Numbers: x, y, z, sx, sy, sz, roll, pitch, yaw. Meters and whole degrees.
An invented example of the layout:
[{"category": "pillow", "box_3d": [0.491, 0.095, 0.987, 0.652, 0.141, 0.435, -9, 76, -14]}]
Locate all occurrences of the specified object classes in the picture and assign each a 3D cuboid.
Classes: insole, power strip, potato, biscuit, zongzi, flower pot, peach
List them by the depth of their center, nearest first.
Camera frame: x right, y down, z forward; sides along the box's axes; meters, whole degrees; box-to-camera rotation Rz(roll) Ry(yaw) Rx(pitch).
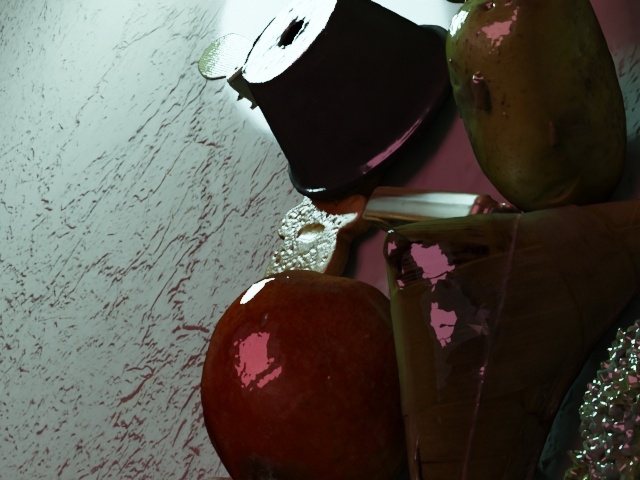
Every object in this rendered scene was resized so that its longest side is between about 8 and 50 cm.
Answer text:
[{"category": "zongzi", "box_3d": [0.215, 0.101, 1.108, 0.300, 0.145, 0.274, -7, 78, 8]}, {"category": "potato", "box_3d": [0.203, -0.137, 1.202, 0.148, 0.228, 0.197, -19, 38, 21]}, {"category": "peach", "box_3d": [-0.013, 0.164, 1.246, 0.232, 0.232, 0.257, 2, 66, 55]}, {"category": "power strip", "box_3d": [0.119, -0.023, 1.329, 0.044, 0.064, 0.305, -64, 21, -6]}, {"category": "biscuit", "box_3d": [0.000, 0.000, 1.532, 0.166, 0.036, 0.225, -10, 49, 48]}, {"category": "flower pot", "box_3d": [0.018, -0.199, 1.537, 0.269, 0.166, 0.269, -32, 33, 24]}, {"category": "power strip", "box_3d": [-0.063, -0.248, 1.803, 0.169, 0.076, 0.028, -37, 36, 29]}, {"category": "insole", "box_3d": [-0.131, -0.283, 1.996, 0.253, 0.005, 0.086, 22, 82, 58]}]

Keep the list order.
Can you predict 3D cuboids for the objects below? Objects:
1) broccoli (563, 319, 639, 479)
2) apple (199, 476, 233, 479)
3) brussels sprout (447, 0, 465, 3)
[{"category": "broccoli", "box_3d": [0.299, 0.112, 0.837, 0.288, 0.235, 0.260, -40, 37, 20]}, {"category": "apple", "box_3d": [-0.120, 0.340, 1.292, 0.199, 0.199, 0.199, -34, 39, 33]}, {"category": "brussels sprout", "box_3d": [0.202, -0.367, 1.456, 0.223, 0.161, 0.223, -41, 37, 41]}]
